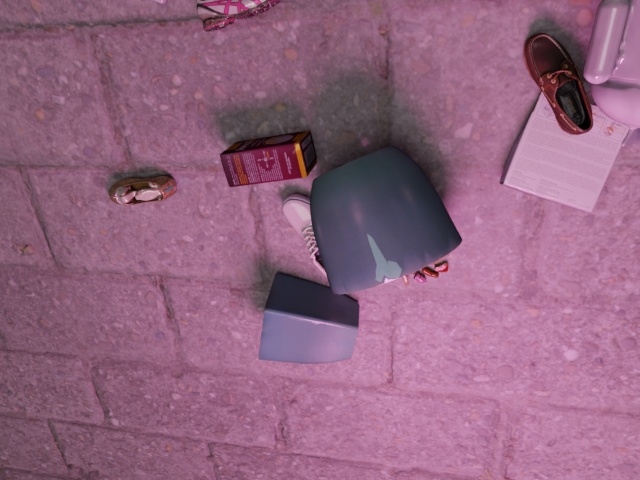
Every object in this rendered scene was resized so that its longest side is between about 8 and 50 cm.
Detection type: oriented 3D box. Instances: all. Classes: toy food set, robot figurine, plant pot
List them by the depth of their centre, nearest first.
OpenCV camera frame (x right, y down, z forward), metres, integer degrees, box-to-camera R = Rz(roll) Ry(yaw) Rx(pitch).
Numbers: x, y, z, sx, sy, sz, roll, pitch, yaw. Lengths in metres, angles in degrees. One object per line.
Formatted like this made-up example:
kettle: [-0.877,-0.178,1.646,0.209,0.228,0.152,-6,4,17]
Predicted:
robot figurine: [0.563,-0.337,0.811,0.300,0.200,0.353,-11,117,-12]
plant pot: [0.111,-0.056,1.038,0.293,0.293,0.235,-21,96,23]
toy food set: [0.257,0.068,1.213,0.122,0.019,0.078,-17,113,13]
plant pot: [-0.023,0.212,1.285,0.234,0.165,0.165,10,120,0]

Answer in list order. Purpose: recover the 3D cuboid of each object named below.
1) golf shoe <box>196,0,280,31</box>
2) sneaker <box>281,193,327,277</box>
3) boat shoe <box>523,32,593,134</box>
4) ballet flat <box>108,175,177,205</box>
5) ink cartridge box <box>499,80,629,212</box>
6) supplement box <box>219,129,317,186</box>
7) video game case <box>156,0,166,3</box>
golf shoe: [-0.167,-0.482,0.994,0.186,0.067,0.086,-10,113,19]
sneaker: [0.000,0.000,1.197,0.094,0.091,0.258,-35,105,27]
boat shoe: [0.447,-0.292,0.924,0.073,0.073,0.207,-31,97,17]
ballet flat: [-0.464,-0.122,1.263,0.206,0.067,0.073,-10,116,19]
ink cartridge box: [0.496,-0.193,1.005,0.189,0.066,0.232,19,100,4]
supplement box: [-0.114,-0.183,1.120,0.188,0.104,0.080,-5,116,17]
video game case: [-0.397,-0.624,1.000,0.227,0.026,0.206,23,121,1]
